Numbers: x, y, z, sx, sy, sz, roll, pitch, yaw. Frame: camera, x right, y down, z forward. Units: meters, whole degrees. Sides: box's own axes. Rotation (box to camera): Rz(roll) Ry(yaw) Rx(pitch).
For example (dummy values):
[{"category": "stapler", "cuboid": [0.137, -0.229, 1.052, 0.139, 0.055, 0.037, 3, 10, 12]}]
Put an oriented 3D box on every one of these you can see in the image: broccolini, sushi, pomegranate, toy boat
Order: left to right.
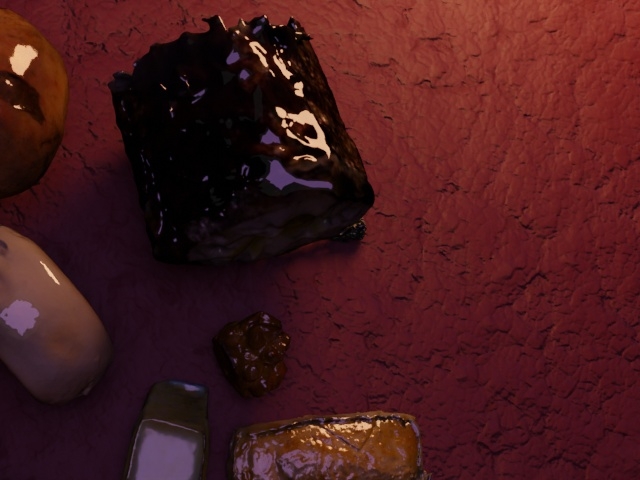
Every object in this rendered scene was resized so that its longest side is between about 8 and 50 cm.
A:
[{"category": "pomegranate", "cuboid": [-0.472, -0.182, 1.848, 0.281, 0.281, 0.281, 2, 76, -8]}, {"category": "toy boat", "cuboid": [-0.207, 0.317, 1.851, 0.111, 0.084, 0.276, 12, 76, -4]}, {"category": "sushi", "cuboid": [-0.110, -0.123, 1.869, 0.300, 0.281, 0.294, -21, 80, 4]}, {"category": "broccolini", "cuboid": [0.000, 0.000, 1.996, 0.140, 0.030, 0.035, -20, 116, -8]}]

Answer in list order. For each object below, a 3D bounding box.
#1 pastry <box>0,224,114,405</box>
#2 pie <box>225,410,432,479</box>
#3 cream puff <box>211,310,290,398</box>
[{"category": "pastry", "cuboid": [-0.377, 0.095, 1.801, 0.133, 0.265, 0.265, -43, 86, -14]}, {"category": "pie", "cuboid": [0.015, 0.299, 1.899, 0.283, 0.068, 0.128, -2, 77, -13]}, {"category": "cream puff", "cuboid": [-0.089, 0.151, 1.899, 0.094, 0.122, 0.116, -29, 51, -19]}]
